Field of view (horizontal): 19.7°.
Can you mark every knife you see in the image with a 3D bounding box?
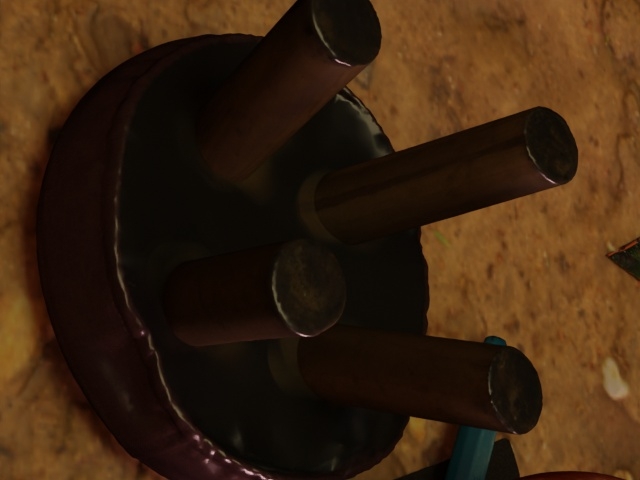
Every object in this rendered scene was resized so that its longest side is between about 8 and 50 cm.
[{"bbox_3d":[0.077,0.186,1.121,0.044,0.026,0.296,47,48,-37],"label":"knife"}]

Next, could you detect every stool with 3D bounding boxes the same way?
[{"bbox_3d":[0.000,0.000,1.004,0.272,0.178,0.272,14,68,-40],"label":"stool"}]

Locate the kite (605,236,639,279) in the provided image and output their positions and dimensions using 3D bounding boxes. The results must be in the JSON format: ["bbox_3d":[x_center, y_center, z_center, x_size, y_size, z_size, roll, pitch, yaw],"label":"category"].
[{"bbox_3d":[0.295,0.007,1.381,0.241,0.014,0.183,-16,88,-42],"label":"kite"}]

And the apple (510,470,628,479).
[{"bbox_3d":[0.146,0.227,1.050,0.209,0.164,0.209,-2,90,-64],"label":"apple"}]

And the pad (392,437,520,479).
[{"bbox_3d":[0.101,0.240,1.146,0.143,0.003,0.211,-13,87,-43],"label":"pad"}]
